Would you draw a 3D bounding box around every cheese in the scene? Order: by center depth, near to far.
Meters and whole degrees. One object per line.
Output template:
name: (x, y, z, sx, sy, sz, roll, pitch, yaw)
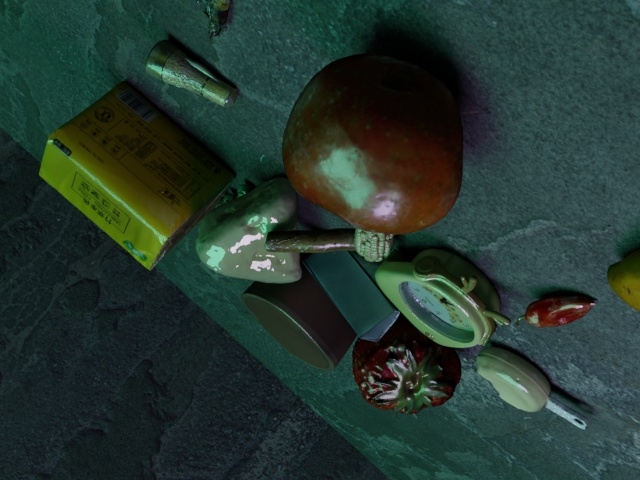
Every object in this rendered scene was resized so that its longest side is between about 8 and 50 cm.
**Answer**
cheese: (0.456, 0.319, 1.834, 0.249, 0.071, 0.163, 21, 153, 44)
cheese: (-0.162, -0.030, 1.953, 0.174, 0.247, 0.251, -102, 15, -48)

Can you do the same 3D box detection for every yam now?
yam: (0.000, 0.000, 1.847, 0.241, 0.057, 0.057, 0, 151, 4)

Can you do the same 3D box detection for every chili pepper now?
chili pepper: (0.419, 0.124, 1.530, 0.059, 0.050, 0.191, 49, 147, -12)

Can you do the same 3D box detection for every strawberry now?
strawberry: (0.190, 0.269, 1.985, 0.288, 0.238, 0.250, -105, -12, -62)

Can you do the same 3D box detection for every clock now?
clock: (0.262, 0.114, 1.723, 0.235, 0.096, 0.308, 48, 159, -15)

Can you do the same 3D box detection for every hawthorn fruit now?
hawthorn fruit: (0.081, -0.140, 1.286, 0.284, 0.284, 0.284, 35, 159, 15)

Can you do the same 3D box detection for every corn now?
corn: (0.112, -0.027, 1.715, 0.087, 0.087, 0.211, 35, 159, 15)

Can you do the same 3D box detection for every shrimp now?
shrimp: (-0.192, -0.428, 1.516, 0.091, 0.034, 0.161, 48, 156, 16)

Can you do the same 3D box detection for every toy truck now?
toy truck: (-0.192, -0.054, 2.199, 0.135, 0.128, 0.259, 19, 163, -16)

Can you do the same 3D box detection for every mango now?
mango: (0.483, 0.064, 1.230, 0.115, 0.089, 0.165, 40, 163, 6)

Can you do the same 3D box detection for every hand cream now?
hand cream: (-0.263, -0.336, 1.768, 0.203, 0.084, 0.084, 31, 159, 11)

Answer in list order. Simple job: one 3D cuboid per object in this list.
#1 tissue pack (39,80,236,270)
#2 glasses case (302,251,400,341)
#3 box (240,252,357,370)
tissue pack: (-0.457, -0.163, 2.134, 0.382, 0.293, 0.228, 40, 143, 1)
glasses case: (0.071, 0.111, 1.930, 0.266, 0.105, 0.056, 52, 177, 38)
box: (-0.026, 0.157, 2.162, 0.301, 0.216, 0.301, 34, 160, 14)
